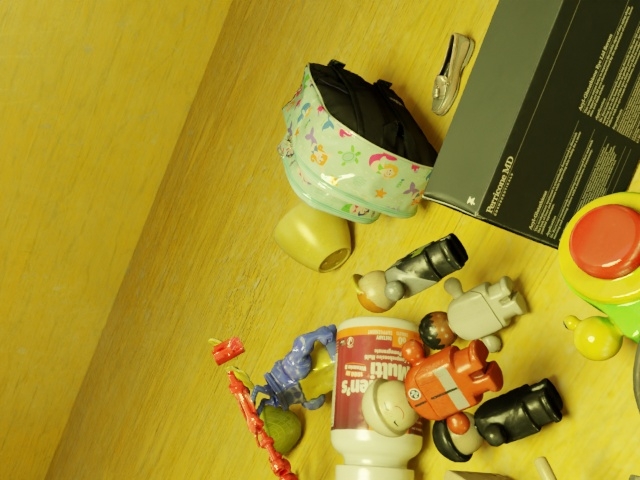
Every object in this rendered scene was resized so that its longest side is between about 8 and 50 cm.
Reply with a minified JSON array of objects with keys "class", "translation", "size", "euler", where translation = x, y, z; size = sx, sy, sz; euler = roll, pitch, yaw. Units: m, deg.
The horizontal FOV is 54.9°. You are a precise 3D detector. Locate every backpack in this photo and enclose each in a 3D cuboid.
[{"class":"backpack","translation":[0.057,-0.136,0.930],"size":[0.191,0.225,0.253],"euler":[-61,30,22]}]

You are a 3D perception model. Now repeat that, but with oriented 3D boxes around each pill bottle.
[{"class":"pill bottle","translation":[0.075,0.221,0.820],"size":[0.121,0.121,0.221],"euler":[-26,54,52]}]

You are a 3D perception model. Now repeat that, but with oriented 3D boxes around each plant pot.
[{"class":"plant pot","translation":[0.000,0.000,1.076],"size":[0.095,0.134,0.134],"euler":[54,125,25]}]

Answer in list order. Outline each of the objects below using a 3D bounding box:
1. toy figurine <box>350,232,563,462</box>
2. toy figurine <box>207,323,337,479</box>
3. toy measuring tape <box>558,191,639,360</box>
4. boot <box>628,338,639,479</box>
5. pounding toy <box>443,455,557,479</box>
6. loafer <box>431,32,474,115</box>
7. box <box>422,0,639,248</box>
[{"class":"toy figurine","translation":[0.138,0.121,0.675],"size":[0.148,0.213,0.210],"euler":[-33,47,29]},{"class":"toy figurine","translation":[-0.004,0.240,0.945],"size":[0.191,0.217,0.362],"euler":[55,167,38]},{"class":"toy measuring tape","translation":[0.314,-0.042,0.578],"size":[0.330,0.121,0.121],"euler":[-63,30,1]},{"class":"boot","translation":[0.354,0.164,0.441],"size":[0.229,0.091,0.263],"euler":[-1,78,53]},{"class":"pounding toy","translation":[0.211,0.294,0.582],"size":[0.206,0.094,0.181],"euler":[8,83,60]},{"class":"loafer","translation":[0.194,-0.257,0.949],"size":[0.045,0.039,0.125],"euler":[33,104,59]},{"class":"box","translation":[0.247,-0.131,0.652],"size":[0.103,0.184,0.261],"euler":[31,101,59]}]
